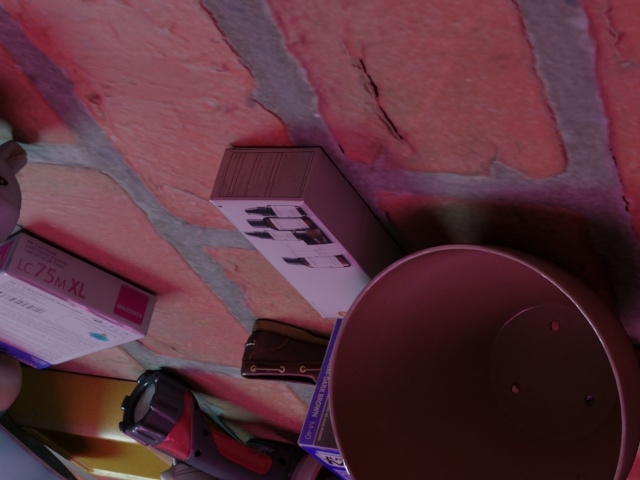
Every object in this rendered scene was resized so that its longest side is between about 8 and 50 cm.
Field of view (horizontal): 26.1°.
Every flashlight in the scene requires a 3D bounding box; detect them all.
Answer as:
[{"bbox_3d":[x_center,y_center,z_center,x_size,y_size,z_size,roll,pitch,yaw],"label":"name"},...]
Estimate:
[{"bbox_3d":[-0.135,0.287,1.949,0.304,0.103,0.103,30,123,-27],"label":"flashlight"}]

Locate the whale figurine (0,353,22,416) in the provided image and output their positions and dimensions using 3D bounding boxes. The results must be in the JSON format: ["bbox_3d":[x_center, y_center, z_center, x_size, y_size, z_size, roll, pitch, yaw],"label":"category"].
[{"bbox_3d":[-0.530,0.159,1.811,0.272,0.141,0.216,29,-163,-32],"label":"whale figurine"}]

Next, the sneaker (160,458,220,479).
[{"bbox_3d":[-0.162,0.341,2.036,0.090,0.115,0.232,-35,173,14],"label":"sneaker"}]

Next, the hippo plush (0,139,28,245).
[{"bbox_3d":[-0.405,-0.028,1.260,0.237,0.234,0.294,16,156,2],"label":"hippo plush"}]

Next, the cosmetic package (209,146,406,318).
[{"bbox_3d":[0.000,0.000,1.274,0.099,0.060,0.239,3,153,30],"label":"cosmetic package"}]

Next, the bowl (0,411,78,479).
[{"bbox_3d":[-0.525,0.332,2.082,0.311,0.163,0.311,41,171,8],"label":"bowl"}]

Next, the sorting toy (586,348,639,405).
[{"bbox_3d":[0.285,0.132,1.381,0.102,0.061,0.042,-28,134,28],"label":"sorting toy"}]

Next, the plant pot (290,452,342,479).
[{"bbox_3d":[0.045,0.352,1.891,0.201,0.201,0.180,23,171,-16],"label":"plant pot"}]

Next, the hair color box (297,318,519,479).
[{"bbox_3d":[0.118,0.203,1.491,0.110,0.185,0.339,4,153,31],"label":"hair color box"}]

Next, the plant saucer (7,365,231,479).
[{"bbox_3d":[-0.310,0.305,2.138,0.333,0.081,0.333,5,154,26],"label":"plant saucer"}]

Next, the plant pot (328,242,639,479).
[{"bbox_3d":[0.176,0.134,1.257,0.284,0.284,0.191,1,-174,32],"label":"plant pot"}]

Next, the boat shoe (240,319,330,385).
[{"bbox_3d":[0.011,0.153,1.595,0.207,0.073,0.073,11,155,8],"label":"boat shoe"}]

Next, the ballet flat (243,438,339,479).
[{"bbox_3d":[-0.033,0.349,2.072,0.188,0.070,0.070,11,156,12],"label":"ballet flat"}]

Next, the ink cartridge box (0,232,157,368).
[{"bbox_3d":[-0.353,0.081,1.688,0.186,0.065,0.311,28,152,-26],"label":"ink cartridge box"}]
